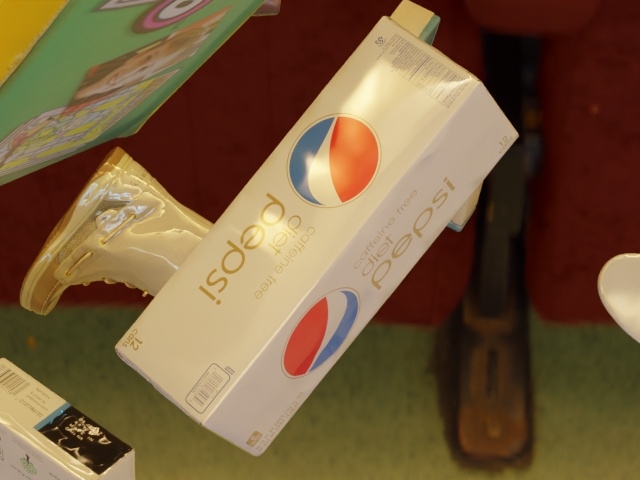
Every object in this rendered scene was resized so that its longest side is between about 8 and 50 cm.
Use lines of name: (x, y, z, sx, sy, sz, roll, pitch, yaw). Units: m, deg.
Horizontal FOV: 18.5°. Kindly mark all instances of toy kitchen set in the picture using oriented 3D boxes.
toy kitchen set: (0.099, -0.105, 1.913, 0.166, 0.122, 0.207, 27, 45, 8)

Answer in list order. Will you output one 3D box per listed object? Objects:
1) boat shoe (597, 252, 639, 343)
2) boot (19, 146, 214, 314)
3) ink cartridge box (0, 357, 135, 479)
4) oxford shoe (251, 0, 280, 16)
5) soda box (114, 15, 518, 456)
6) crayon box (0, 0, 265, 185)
boat shoe: (0.350, 0.079, 1.789, 0.229, 0.076, 0.080, 23, 89, -5)
boot: (-0.177, 0.030, 1.845, 0.165, 0.213, 0.077, 34, 37, -6)
ink cartridge box: (-0.246, 0.272, 1.794, 0.165, 0.332, 0.065, 31, 48, 24)
oxford shoe: (-0.050, -0.275, 1.707, 0.098, 0.097, 0.271, 13, 46, 3)
soda box: (0.000, 0.000, 0.984, 0.069, 0.074, 0.216, 39, 88, 29)
crayon box: (-0.080, -0.215, 0.455, 0.106, 0.363, 0.313, -22, 81, -35)
